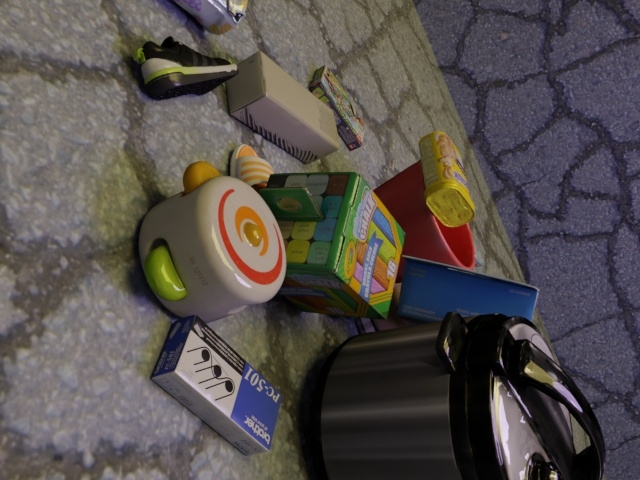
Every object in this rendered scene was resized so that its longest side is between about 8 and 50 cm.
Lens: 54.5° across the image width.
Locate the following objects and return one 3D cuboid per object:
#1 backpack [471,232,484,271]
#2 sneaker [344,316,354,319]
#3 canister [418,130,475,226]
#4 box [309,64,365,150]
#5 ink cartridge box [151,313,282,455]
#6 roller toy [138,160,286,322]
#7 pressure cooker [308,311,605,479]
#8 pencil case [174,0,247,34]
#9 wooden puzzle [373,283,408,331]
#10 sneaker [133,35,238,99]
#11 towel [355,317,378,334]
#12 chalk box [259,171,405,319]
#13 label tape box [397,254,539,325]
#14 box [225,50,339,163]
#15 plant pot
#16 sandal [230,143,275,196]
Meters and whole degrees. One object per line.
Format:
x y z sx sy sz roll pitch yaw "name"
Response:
0.431 0.056 1.945 0.166 0.145 0.188 11 64 -66 "backpack"
0.029 0.066 1.285 0.082 0.069 0.209 90 -20 -68 "sneaker"
0.260 -0.130 1.294 0.126 0.073 0.169 42 35 -41 "canister"
0.048 -0.349 1.640 0.207 0.036 0.114 52 31 -30 "box"
-0.138 0.206 0.871 0.207 0.046 0.097 52 32 -31 "ink cartridge box"
-0.145 0.010 0.890 0.191 0.146 0.209 42 36 -42 "roller toy"
0.242 0.315 1.037 0.370 0.421 0.375 14 67 -50 "pressure cooker"
-0.247 -0.479 1.095 0.273 0.113 0.124 28 29 -51 "pencil case"
0.203 0.207 1.464 0.239 0.044 0.220 -20 81 -59 "wooden puzzle"
-0.222 -0.303 1.048 0.097 0.084 0.235 64 27 -6 "sneaker"
0.118 0.210 1.382 0.113 0.023 0.151 -5 73 -65 "towel"
0.000 0.000 1.047 0.289 0.180 0.179 42 57 -52 "chalk box"
0.288 0.137 1.239 0.348 0.249 0.115 41 63 -71 "label tape box"
-0.072 -0.266 1.289 0.275 0.094 0.113 27 48 -53 "box"
0.189 -0.022 1.431 0.275 0.243 0.274 41 38 -43 "plant pot"
-0.104 -0.063 1.100 0.102 0.076 0.265 37 40 -47 "sandal"
